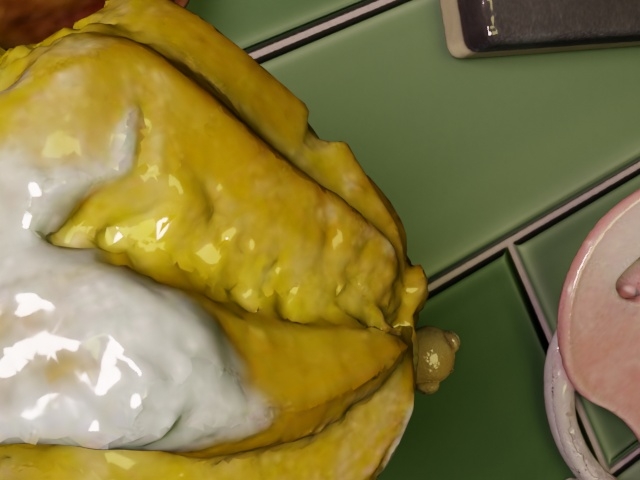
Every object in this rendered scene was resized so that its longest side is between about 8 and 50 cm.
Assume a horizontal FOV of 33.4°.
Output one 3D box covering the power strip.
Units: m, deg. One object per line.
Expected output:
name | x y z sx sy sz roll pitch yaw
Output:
power strip | 0.208 -0.215 0.901 0.257 0.070 0.105 -9 87 -29

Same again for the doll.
doll | 0.056 0.077 0.805 0.093 0.051 0.061 23 82 -22

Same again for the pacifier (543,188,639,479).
pacifier | 0.339 0.102 0.863 0.332 0.273 0.220 52 49 -14

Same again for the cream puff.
cream puff | -0.098 0.030 0.550 0.276 0.378 0.378 -28 99 -12

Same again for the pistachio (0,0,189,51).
pistachio | -0.171 -0.179 0.670 0.210 0.131 0.165 -17 91 -36
